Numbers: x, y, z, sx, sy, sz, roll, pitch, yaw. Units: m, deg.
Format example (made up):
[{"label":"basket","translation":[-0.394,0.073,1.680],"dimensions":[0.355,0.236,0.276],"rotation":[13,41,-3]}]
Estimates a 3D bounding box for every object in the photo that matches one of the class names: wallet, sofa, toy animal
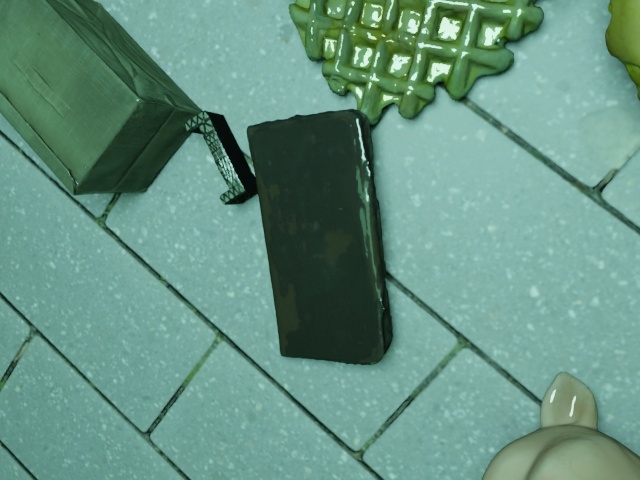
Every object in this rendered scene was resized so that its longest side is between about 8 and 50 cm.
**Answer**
[{"label":"wallet","translation":[0.000,0.000,0.672],"dimensions":[0.165,0.042,0.309],"rotation":[-3,99,27]},{"label":"sofa","translation":[-0.125,-0.106,0.702],"dimensions":[0.039,0.060,0.118],"rotation":[-28,88,15]},{"label":"toy animal","translation":[0.321,0.292,0.535],"dimensions":[0.326,0.269,0.237],"rotation":[3,100,-15]}]

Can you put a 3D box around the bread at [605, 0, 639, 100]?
[{"label":"bread","translation":[0.399,-0.224,0.445],"dimensions":[0.333,0.160,0.333],"rotation":[12,126,18]}]

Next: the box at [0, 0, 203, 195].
[{"label":"box","translation":[-0.302,-0.192,0.699],"dimensions":[0.231,0.155,0.149],"rotation":[46,108,9]}]

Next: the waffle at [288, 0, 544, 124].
[{"label":"waffle","translation":[0.097,-0.303,0.608],"dimensions":[0.292,0.056,0.309],"rotation":[-28,87,20]}]
